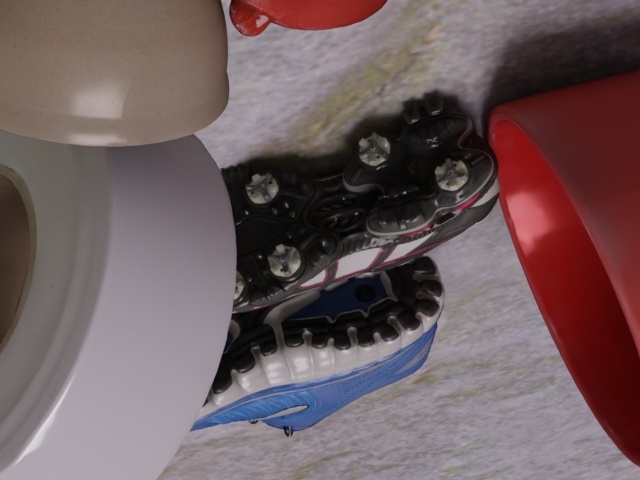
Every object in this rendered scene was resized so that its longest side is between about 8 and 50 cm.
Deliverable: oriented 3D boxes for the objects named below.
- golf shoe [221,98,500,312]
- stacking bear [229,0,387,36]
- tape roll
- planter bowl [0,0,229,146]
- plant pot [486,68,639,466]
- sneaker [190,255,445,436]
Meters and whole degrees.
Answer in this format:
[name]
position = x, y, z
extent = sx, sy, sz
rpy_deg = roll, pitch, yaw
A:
[golf shoe]
position = 0.000, 0.000, 1.308
extent = 0.273, 0.105, 0.120
rpy_deg = -18, 155, 9
[stacking bear]
position = 0.056, -0.207, 0.964
extent = 0.164, 0.175, 0.289
rpy_deg = 17, 145, -41
[tape roll]
position = -0.183, 0.036, 1.129
extent = 0.100, 0.286, 0.286
rpy_deg = 22, 134, -41
[planter bowl]
position = -0.125, -0.135, 1.023
extent = 0.162, 0.162, 0.109
rpy_deg = -1, 119, -18
[plant pot]
position = 0.277, -0.010, 1.259
extent = 0.243, 0.275, 0.275
rpy_deg = -22, 148, -5
[sneaker]
position = -0.061, 0.105, 1.421
extent = 0.330, 0.129, 0.147
rpy_deg = -13, 145, 0
